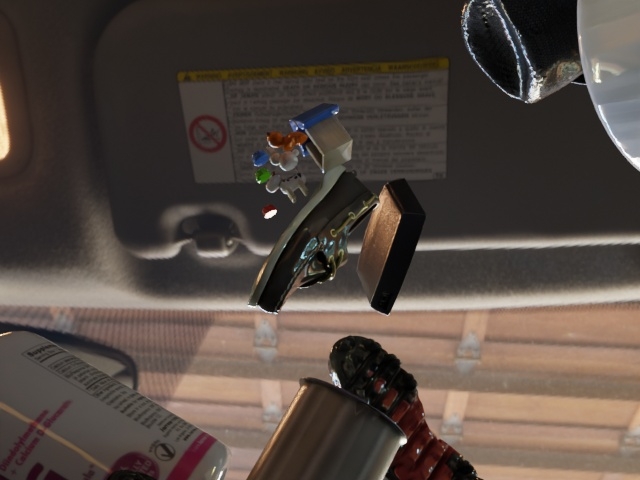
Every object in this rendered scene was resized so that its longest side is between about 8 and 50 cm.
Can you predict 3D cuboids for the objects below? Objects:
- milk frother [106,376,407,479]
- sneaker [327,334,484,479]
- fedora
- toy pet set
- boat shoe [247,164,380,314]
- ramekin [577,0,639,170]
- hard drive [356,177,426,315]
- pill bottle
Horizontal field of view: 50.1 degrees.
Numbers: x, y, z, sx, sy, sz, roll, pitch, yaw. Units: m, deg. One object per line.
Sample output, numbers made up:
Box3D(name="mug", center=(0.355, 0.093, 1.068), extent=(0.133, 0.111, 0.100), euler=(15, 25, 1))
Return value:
Box3D(name="milk frother", center=(-0.043, 0.152, 0.452), extent=(0.143, 0.134, 0.129), euler=(41, -25, -17))
Box3D(name="sneaker", center=(0.081, 0.240, 0.835), extent=(0.276, 0.098, 0.135), euler=(55, -38, -6))
Box3D(name="fedora", center=(0.317, -0.330, 1.046), extent=(0.152, 0.334, 0.334), euler=(-47, -57, -10))
Box3D(name="toy pet set", center=(-0.028, -0.097, 0.692), extent=(0.114, 0.065, 0.122), euler=(-29, -21, -13))
Box3D(name="boat shoe", center=(0.000, 0.000, 0.698), extent=(0.069, 0.227, 0.081), euler=(33, -47, 0))
Box3D(name="ramekin", center=(0.321, -0.165, 0.509), extent=(0.277, 0.277, 0.135), euler=(37, -19, -26))
Box3D(name="hard drive", center=(0.141, 0.011, 1.442), extent=(0.054, 0.172, 0.254), euler=(6, -58, -16))
Box3D(name="pill bottle", center=(-0.232, 0.175, 0.565), extent=(0.283, 0.160, 0.160), euler=(28, -47, 5))
